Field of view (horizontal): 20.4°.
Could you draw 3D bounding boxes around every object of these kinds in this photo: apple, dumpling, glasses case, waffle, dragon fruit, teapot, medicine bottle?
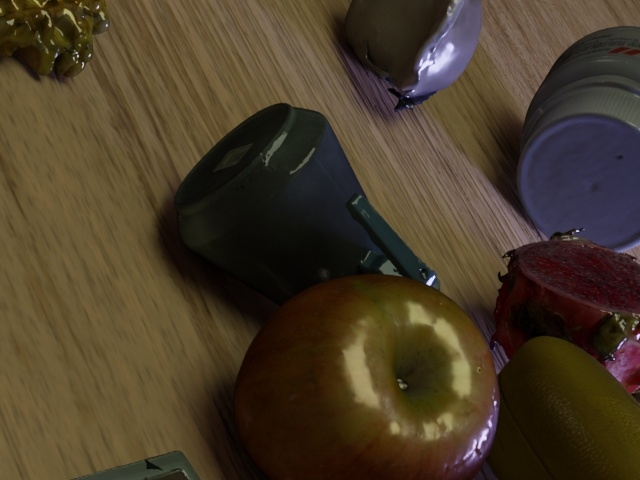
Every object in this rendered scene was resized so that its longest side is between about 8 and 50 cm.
[{"bbox_3d":[0.033,0.133,1.467,0.235,0.173,0.210,13,59,-37],"label":"apple"},{"bbox_3d":[0.139,-0.277,2.219,0.163,0.204,0.293,51,12,-23],"label":"dumpling"},{"bbox_3d":[0.273,0.227,1.692,0.173,0.141,0.371,24,21,-36],"label":"glasses case"},{"bbox_3d":[-0.298,-0.262,1.637,0.249,0.056,0.253,20,39,-48],"label":"waffle"},{"bbox_3d":[0.288,0.094,1.963,0.211,0.147,0.282,11,19,-9],"label":"dragon fruit"},{"bbox_3d":[0.000,0.000,1.601,0.225,0.203,0.171,47,64,-18],"label":"teapot"},{"bbox_3d":[0.392,-0.132,2.378,0.245,0.245,0.306,46,31,-6],"label":"medicine bottle"}]

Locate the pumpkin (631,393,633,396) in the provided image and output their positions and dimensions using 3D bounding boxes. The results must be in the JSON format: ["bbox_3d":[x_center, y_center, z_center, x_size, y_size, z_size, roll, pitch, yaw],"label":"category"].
[{"bbox_3d":[0.407,0.164,2.095,0.202,0.140,0.202,35,28,-22],"label":"pumpkin"}]

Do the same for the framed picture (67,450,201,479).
[{"bbox_3d":[-0.087,0.276,1.247,0.273,0.016,0.216,55,26,16],"label":"framed picture"}]
